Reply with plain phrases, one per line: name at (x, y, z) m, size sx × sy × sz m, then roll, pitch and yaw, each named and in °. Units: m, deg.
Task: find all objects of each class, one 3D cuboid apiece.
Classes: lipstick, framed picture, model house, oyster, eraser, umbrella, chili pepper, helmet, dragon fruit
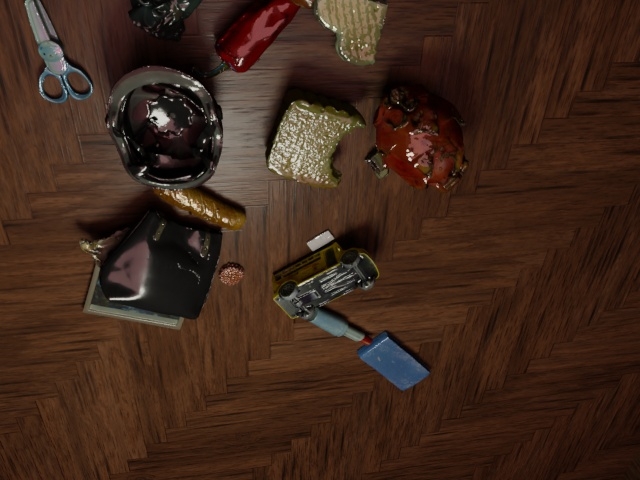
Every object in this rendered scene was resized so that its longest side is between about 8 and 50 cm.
lipstick at (0.077, 0.314, 2.037) m, size 0.274 × 0.061 × 0.068 m, roll 30°, pitch 112°, yaw -29°
framed picture at (-0.570, 0.170, 1.816) m, size 0.315 × 0.024 × 0.231 m, roll 13°, pitch 120°, yaw -22°
model house at (0.180, -0.228, 1.684) m, size 0.058 × 0.057 × 0.083 m, roll -44°, pitch 105°, yaw -12°
oyster at (-0.606, 0.015, 1.662) m, size 0.163 × 0.081 × 0.191 m, roll -48°, pitch 144°, yaw 10°
eraser at (0.289, 0.474, 2.209) m, size 0.144 × 0.042 × 0.312 m, roll -38°, pitch 124°, yaw 14°
umbrella at (-0.287, -0.599, 1.284) m, size 0.349 × 0.094 × 0.143 m, roll -43°, pitch 152°, yaw 22°
chili pepper at (-0.149, -0.510, 1.375) m, size 0.388 × 0.110 × 0.110 m, roll -40°, pitch 123°, yaw 13°
helmet at (-0.371, -0.300, 1.415) m, size 0.271 × 0.197 × 0.338 m, roll -6°, pitch 126°, yaw -1°
dragon fruit at (0.275, -0.280, 1.562) m, size 0.315 × 0.250 × 0.250 m, roll 28°, pitch 116°, yaw -13°

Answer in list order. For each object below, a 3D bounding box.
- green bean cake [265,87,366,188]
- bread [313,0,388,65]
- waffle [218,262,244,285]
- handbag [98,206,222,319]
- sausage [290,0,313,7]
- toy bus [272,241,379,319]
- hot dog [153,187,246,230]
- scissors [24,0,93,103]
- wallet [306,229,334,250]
green bean cake at (-0.018, -0.278, 1.555) m, size 0.233 × 0.124 × 0.236 m, roll 14°, pitch 121°, yaw -20°
bread at (0.087, -0.554, 1.419) m, size 0.173 × 0.064 × 0.232 m, roll -35°, pitch 126°, yaw 12°
waffle at (-0.288, 0.111, 1.833) m, size 0.083 × 0.029 × 0.075 m, roll -35°, pitch 124°, yaw 16°
handbag at (-0.452, 0.063, 1.672) m, size 0.342 × 0.152 × 0.287 m, roll 23°, pitch 101°, yaw -43°
sausage at (-0.147, -0.581, 1.234) m, size 0.303 × 0.076 × 0.102 m, roll 5°, pitch 80°, yaw -21°
toy bus at (0.014, 0.116, 1.828) m, size 0.330 × 0.152 × 0.144 m, roll -27°, pitch 132°, yaw 10°
hot dog at (-0.343, -0.106, 1.649) m, size 0.286 × 0.061 × 0.087 m, roll 21°, pitch 107°, yaw -26°
scissors at (-0.638, -0.449, 1.354) m, size 0.125 × 0.030 × 0.256 m, roll -11°, pitch 129°, yaw -4°
wallet at (0.000, 0.000, 1.827) m, size 0.083 × 0.011 × 0.044 m, roll -30°, pitch 125°, yaw 10°
